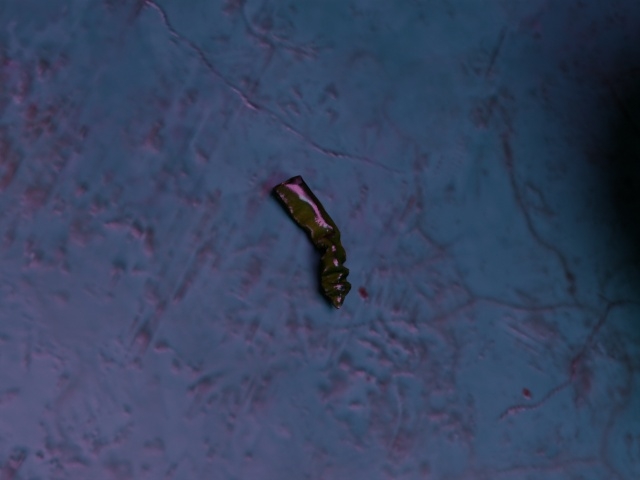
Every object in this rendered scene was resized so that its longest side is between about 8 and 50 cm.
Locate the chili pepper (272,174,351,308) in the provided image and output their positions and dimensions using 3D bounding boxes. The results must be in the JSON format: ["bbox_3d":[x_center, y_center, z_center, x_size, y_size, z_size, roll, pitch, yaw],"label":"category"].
[{"bbox_3d":[0.000,0.000,0.992,0.027,0.022,0.083,-7,69,-61],"label":"chili pepper"}]
